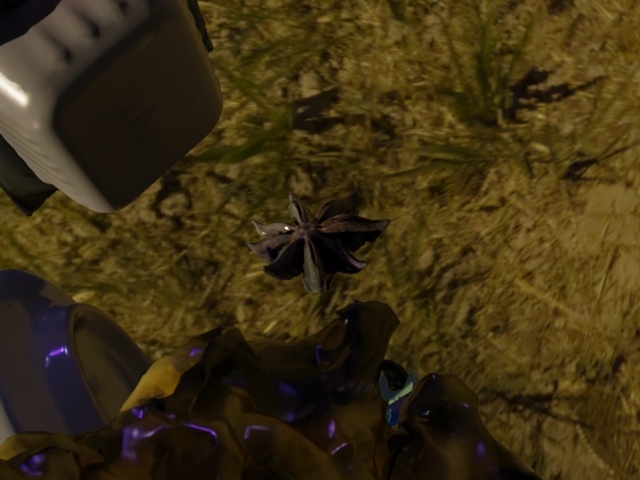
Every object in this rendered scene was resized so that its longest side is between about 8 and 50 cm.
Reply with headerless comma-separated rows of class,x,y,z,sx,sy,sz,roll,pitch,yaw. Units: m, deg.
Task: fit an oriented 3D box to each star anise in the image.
star anise,0.000,0.000,1.424,0.180,0.204,0.061,-29,128,-15

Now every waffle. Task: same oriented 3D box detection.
waffle,0.003,0.215,0.384,0.095,0.382,0.379,-42,71,43

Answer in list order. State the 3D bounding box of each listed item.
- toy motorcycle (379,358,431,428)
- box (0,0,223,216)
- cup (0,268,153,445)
toy motorcycle,0.092,0.315,1.562,0.196,0.125,0.331,3,57,25
box,-0.191,-0.137,1.010,0.264,0.336,0.106,-43,71,-9
cup,-0.199,0.155,0.828,0.163,0.347,0.347,-32,86,6
